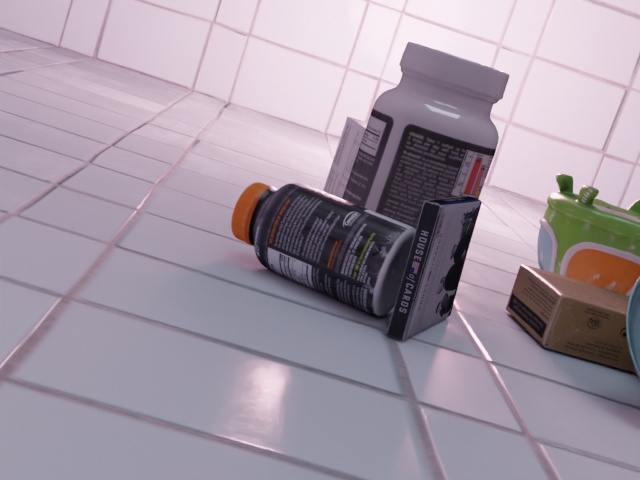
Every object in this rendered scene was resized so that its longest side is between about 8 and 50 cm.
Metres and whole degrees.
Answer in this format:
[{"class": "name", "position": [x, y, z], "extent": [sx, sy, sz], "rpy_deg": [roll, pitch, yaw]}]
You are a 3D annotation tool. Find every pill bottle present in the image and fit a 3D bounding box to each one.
[{"class": "pill bottle", "position": [0.162, -0.120, 1.661], "extent": [0.210, 0.362, 0.210], "rpy_deg": [18, 11, -4]}, {"class": "pill bottle", "position": [0.000, 0.000, 1.411], "extent": [0.246, 0.130, 0.130], "rpy_deg": [23, 12, 22]}]

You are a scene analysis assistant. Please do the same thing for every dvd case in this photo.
[{"class": "dvd case", "position": [0.157, 0.031, 1.388], "extent": [0.030, 0.179, 0.239], "rpy_deg": [18, 10, 20]}]

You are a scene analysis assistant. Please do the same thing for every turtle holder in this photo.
[{"class": "turtle holder", "position": [0.511, 0.008, 1.982], "extent": [0.244, 0.227, 0.320], "rpy_deg": [12, 12, -26]}]

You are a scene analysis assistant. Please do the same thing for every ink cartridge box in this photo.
[{"class": "ink cartridge box", "position": [0.432, 0.128, 1.613], "extent": [0.235, 0.088, 0.193], "rpy_deg": [16, 9, -10]}]

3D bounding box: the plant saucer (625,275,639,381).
[{"class": "plant saucer", "position": [0.534, 0.150, 1.327], "extent": [0.318, 0.317, 0.043], "rpy_deg": [18, -34, -2]}]

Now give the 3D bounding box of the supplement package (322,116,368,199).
[{"class": "supplement package", "position": [0.137, -0.099, 1.961], "extent": [0.199, 0.198, 0.262], "rpy_deg": [15, 11, -15]}]
